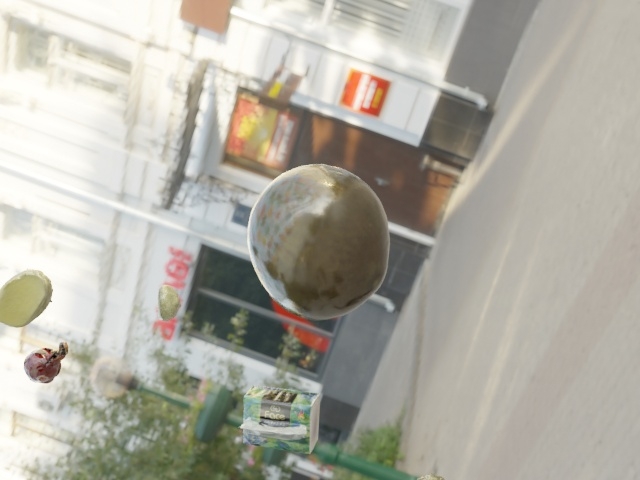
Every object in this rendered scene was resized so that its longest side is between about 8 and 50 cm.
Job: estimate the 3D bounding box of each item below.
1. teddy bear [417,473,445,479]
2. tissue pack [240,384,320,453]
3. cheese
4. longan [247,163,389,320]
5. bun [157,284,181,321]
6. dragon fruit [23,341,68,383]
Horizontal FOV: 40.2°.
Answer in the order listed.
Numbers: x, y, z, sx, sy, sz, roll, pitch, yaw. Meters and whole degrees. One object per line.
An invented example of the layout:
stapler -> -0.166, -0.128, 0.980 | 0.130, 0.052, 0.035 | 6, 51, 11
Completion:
teddy bear -> 0.181, 0.528, 1.330 | 0.267, 0.156, 0.256 | -45, -52, -36
tissue pack -> -0.063, 0.279, 1.346 | 0.079, 0.111, 0.085 | -43, -43, -70
cheese -> -0.609, 0.118, 1.804 | 0.123, 0.094, 0.167 | -49, 10, -9
longan -> 0.000, 0.000, 1.491 | 0.258, 0.258, 0.258 | 20, -90, -88
bun -> -0.355, 0.148, 2.056 | 0.086, 0.054, 0.086 | -179, 90, -79
dragon fruit -> -0.693, 0.309, 2.217 | 0.190, 0.094, 0.094 | -29, 30, 44
